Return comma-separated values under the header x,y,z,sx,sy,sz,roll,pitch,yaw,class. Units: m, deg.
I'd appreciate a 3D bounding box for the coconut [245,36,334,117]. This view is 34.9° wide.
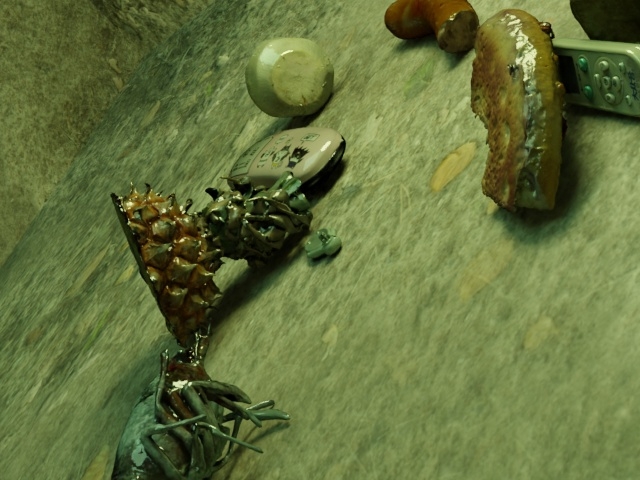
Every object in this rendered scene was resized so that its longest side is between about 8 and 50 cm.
x,y,z,sx,sy,sz,roll,pitch,yaw,class
-0.059,-0.307,1.920,0.161,0.161,0.162,-45,20,-2,coconut

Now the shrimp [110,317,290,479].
x,y,z,sx,sy,sz,roll,pitch,yaw,class
-0.160,0.258,1.119,0.410,0.166,0.221,-60,-1,-44,shrimp

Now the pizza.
x,y,z,sx,sy,sz,roll,pitch,yaw,class
0.236,-0.152,1.176,0.161,0.085,0.305,110,162,-54,pizza

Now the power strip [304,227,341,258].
x,y,z,sx,sy,sz,roll,pitch,yaw,class
0.000,0.000,1.439,0.055,0.035,0.083,-49,21,-12,power strip

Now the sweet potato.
x,y,z,sx,sy,sz,roll,pitch,yaw,class
0.369,-0.333,1.241,0.158,0.158,0.370,-34,20,24,sweet potato

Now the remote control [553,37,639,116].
x,y,z,sx,sy,sz,roll,pitch,yaw,class
0.323,-0.190,1.162,0.042,0.078,0.221,-22,19,-11,remote control

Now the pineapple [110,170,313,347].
x,y,z,sx,sy,sz,roll,pitch,yaw,class
-0.141,-0.007,1.519,0.271,0.262,0.262,-24,20,-11,pineapple

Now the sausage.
x,y,z,sx,sy,sz,roll,pitch,yaw,class
0.190,-0.372,1.702,0.103,0.076,0.302,-43,22,1,sausage

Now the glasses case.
x,y,z,sx,sy,sz,roll,pitch,yaw,class
-0.063,-0.129,1.713,0.122,0.075,0.314,-49,23,-19,glasses case
